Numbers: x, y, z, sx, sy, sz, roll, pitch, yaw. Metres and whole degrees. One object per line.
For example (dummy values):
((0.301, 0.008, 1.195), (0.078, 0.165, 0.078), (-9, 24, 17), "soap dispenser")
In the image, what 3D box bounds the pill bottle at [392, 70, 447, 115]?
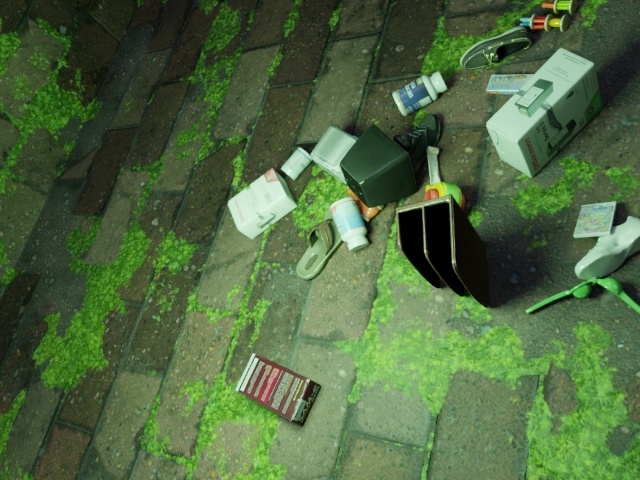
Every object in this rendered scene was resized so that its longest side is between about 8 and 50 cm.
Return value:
((0.339, -0.502, 1.969), (0.170, 0.094, 0.094), (-27, 53, 18), "pill bottle")

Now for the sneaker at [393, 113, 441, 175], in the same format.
((0.311, -0.332, 1.872), (0.087, 0.130, 0.227), (23, 77, 37), "sneaker")

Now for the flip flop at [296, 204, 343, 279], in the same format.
((0.000, 0.000, 1.916), (0.112, 0.080, 0.277), (27, 81, 40), "flip flop")

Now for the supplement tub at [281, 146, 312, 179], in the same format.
((-0.086, -0.282, 2.135), (0.107, 0.071, 0.071), (-50, 50, 0), "supplement tub")

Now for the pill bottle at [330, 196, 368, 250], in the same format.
((0.096, -0.051, 1.856), (0.087, 0.087, 0.160), (-25, 75, 19), "pill bottle")

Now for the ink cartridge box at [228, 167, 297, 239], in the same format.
((-0.214, -0.133, 2.120), (0.218, 0.092, 0.158), (-34, 51, 10), "ink cartridge box")

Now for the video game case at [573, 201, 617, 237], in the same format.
((0.709, -0.054, 1.498), (0.087, 0.011, 0.122), (-7, 37, 41), "video game case")

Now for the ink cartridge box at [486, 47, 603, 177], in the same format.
((0.628, -0.348, 1.623), (0.289, 0.211, 0.121), (-46, 51, 4), "ink cartridge box")

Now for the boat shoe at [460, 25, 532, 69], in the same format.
((0.570, -0.616, 1.892), (0.228, 0.081, 0.068), (-24, 50, 16), "boat shoe")

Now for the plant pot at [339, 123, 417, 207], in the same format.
((0.170, -0.217, 1.829), (0.167, 0.187, 0.188), (-34, 52, -6), "plant pot")

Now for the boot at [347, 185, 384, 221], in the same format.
((0.128, -0.123, 1.920), (0.084, 0.059, 0.158), (-52, 51, 4), "boot")

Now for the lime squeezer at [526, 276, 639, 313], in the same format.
((0.673, 0.144, 1.434), (0.311, 0.059, 0.109), (3, 97, 32), "lime squeezer")

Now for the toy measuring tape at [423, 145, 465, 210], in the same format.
((0.368, -0.170, 1.747), (0.122, 0.121, 0.329), (-14, 58, 26), "toy measuring tape")

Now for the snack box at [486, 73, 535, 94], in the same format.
((0.619, -0.493, 1.831), (0.178, 0.022, 0.064), (11, 72, 36), "snack box")

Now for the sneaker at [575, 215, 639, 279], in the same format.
((0.720, 0.016, 1.459), (0.212, 0.080, 0.094), (-34, 39, 4), "sneaker")

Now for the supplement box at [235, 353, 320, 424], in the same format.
((-0.130, 0.445, 1.756), (0.240, 0.073, 0.130), (16, 75, 39), "supplement box")

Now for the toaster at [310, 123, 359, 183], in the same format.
((0.067, -0.301, 2.011), (0.146, 0.129, 0.227), (-51, 51, 1), "toaster")

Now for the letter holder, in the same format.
((0.329, 0.055, 1.529), (0.152, 0.302, 0.214), (-13, 59, 27), "letter holder")

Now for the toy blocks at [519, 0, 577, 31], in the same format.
((0.731, -0.731, 1.872), (0.148, 0.054, 0.123), (21, 78, 39), "toy blocks")
